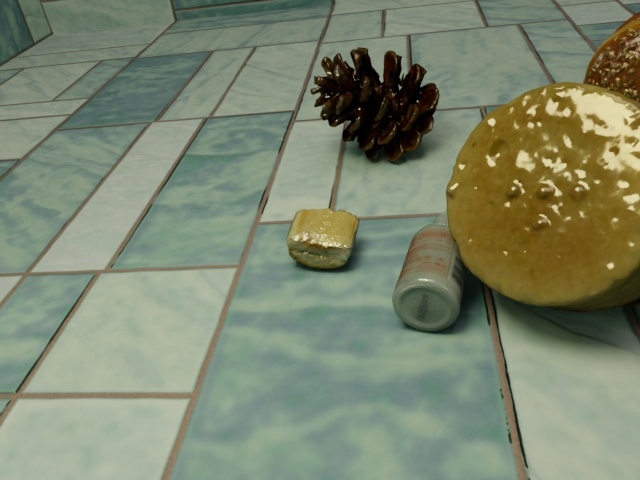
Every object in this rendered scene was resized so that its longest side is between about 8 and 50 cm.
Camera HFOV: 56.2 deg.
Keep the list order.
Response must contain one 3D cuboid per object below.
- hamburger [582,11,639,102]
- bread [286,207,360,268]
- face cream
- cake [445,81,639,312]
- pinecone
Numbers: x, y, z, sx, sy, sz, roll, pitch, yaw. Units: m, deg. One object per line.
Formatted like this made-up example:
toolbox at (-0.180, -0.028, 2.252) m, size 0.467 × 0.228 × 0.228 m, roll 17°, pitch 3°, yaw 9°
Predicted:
hamburger at (0.697, -0.334, 1.237) m, size 0.291 × 0.291 × 0.225 m, roll 13°, pitch 40°, yaw 29°
bread at (0.001, 0.000, 1.067) m, size 0.125 × 0.082 × 0.106 m, roll 9°, pitch 47°, yaw 7°
face cream at (0.189, 0.027, 0.961) m, size 0.101 × 0.101 × 0.252 m, roll 4°, pitch 36°, yaw 19°
cake at (0.400, -0.046, 0.910) m, size 0.321 × 0.332 × 0.332 m, roll 12°, pitch 13°, yaw -46°
pinecone at (0.124, -0.313, 1.336) m, size 0.309 × 0.244 × 0.244 m, roll 21°, pitch 21°, yaw -31°
